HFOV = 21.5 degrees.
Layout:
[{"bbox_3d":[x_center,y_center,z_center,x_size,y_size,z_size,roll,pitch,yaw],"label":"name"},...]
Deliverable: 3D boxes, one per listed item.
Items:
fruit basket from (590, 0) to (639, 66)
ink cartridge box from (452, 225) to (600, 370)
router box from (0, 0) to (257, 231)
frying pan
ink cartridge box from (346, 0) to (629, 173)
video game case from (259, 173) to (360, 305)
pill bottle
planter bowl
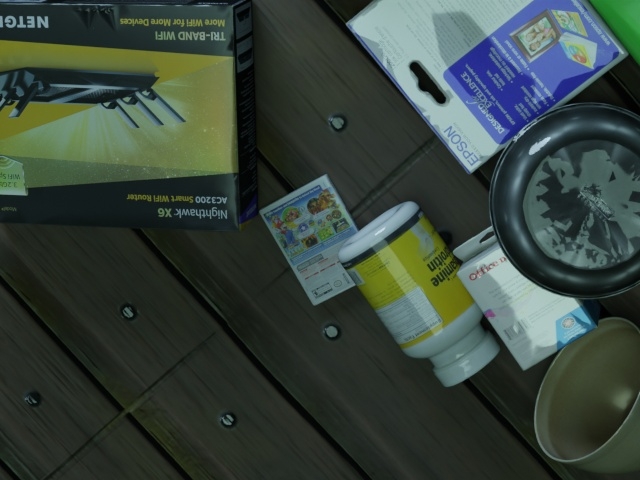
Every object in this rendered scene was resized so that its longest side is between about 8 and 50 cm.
[{"bbox_3d":[0.467,-0.228,1.503,0.392,0.283,0.392,2,104,9],"label":"fruit basket"},{"bbox_3d":[0.213,0.043,1.744,0.092,0.090,0.143,-32,95,18],"label":"ink cartridge box"},{"bbox_3d":[-0.226,-0.139,1.799,0.309,0.081,0.242,2,106,13],"label":"router box"},{"bbox_3d":[0.326,-0.062,1.661,0.326,0.053,0.197,-23,96,4],"label":"frying pan"},{"bbox_3d":[0.169,-0.209,1.706,0.208,0.045,0.206,-38,95,18],"label":"ink cartridge box"},{"bbox_3d":[0.000,0.000,1.823,0.087,0.011,0.122,-27,98,19],"label":"video game case"},{"bbox_3d":[0.108,0.058,1.766,0.103,0.103,0.184,-33,96,19],"label":"pill bottle"},{"bbox_3d":[0.315,0.175,1.736,0.109,0.162,0.162,30,112,-25],"label":"planter bowl"}]
